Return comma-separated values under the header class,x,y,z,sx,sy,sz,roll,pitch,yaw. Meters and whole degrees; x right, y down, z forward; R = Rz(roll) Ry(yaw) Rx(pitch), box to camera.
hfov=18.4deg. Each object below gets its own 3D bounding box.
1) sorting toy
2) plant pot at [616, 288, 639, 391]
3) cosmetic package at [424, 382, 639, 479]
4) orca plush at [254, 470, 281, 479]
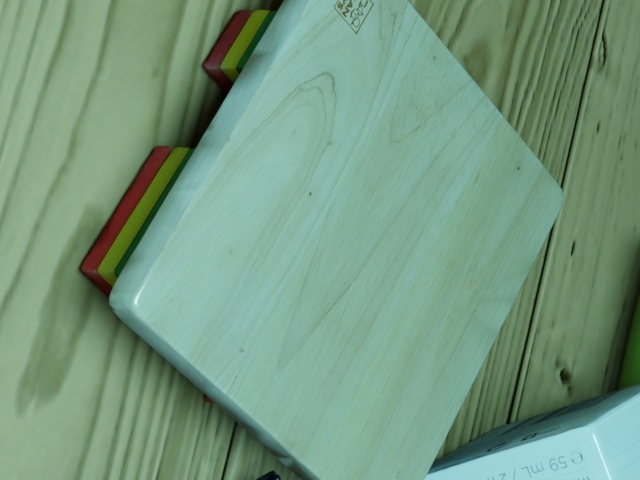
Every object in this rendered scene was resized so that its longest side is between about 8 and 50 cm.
class,x,y,z,sx,sy,sz,roll,pitch,yaw
sorting toy,0.000,0.000,1.178,0.255,0.089,0.257,46,63,-37
plant pot,0.310,0.185,1.407,0.275,0.275,0.293,12,103,-44
cosmetic package,0.173,0.203,1.271,0.151,0.151,0.183,-18,86,-57
orca plush,0.042,0.247,1.235,0.151,0.102,0.287,-50,125,-28
